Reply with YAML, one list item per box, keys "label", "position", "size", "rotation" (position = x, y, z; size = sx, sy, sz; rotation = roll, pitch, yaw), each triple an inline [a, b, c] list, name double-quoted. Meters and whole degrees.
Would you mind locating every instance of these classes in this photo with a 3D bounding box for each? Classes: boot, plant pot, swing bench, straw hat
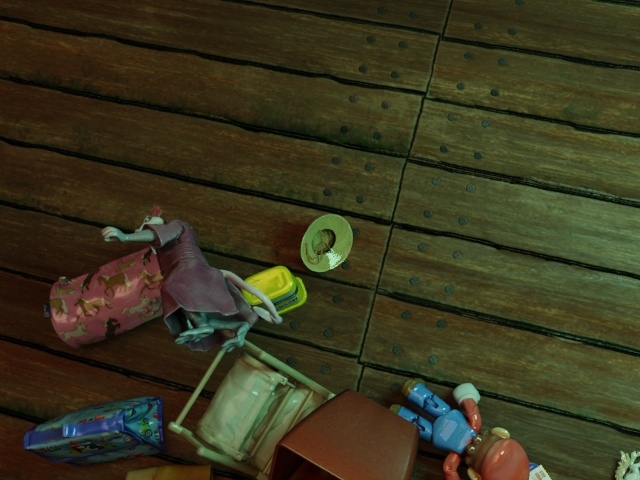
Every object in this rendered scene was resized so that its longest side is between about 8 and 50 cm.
- label: "boot"
  position: [-0.334, 0.629, 1.860]
  size: [0.211, 0.104, 0.295]
  rotation: [-2, 54, 5]
- label: "plant pot"
  position: [0.063, 0.475, 1.773]
  size: [0.267, 0.267, 0.236]
  rotation: [26, 45, 14]
- label: "swing bench"
  position: [-0.147, 0.378, 1.874]
  size: [0.165, 0.255, 0.253]
  rotation: [21, 76, 53]
- label: "straw hat"
  position: [0.000, 0.000, 2.013]
  size: [0.144, 0.144, 0.061]
  rotation: [-56, 33, -7]

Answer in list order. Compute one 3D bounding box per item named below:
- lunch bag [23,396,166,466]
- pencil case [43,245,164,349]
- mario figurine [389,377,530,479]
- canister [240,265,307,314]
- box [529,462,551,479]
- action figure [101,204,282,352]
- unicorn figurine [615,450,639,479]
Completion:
- label: "lunch bag"
  position: [-0.495, 0.415, 1.872]
  size: [0.221, 0.293, 0.138]
  rotation: [-11, 74, 7]
- label: "pencil case"
  position: [-0.452, 0.113, 2.014]
  size: [0.386, 0.167, 0.160]
  rotation: [-23, 41, 3]
- label: "mario figurine"
  position: [0.307, 0.440, 1.848]
  size: [0.320, 0.170, 0.198]
  rotation: [31, 119, 25]
- label: "canister"
  position: [-0.107, 0.118, 1.947]
  size: [0.126, 0.170, 0.073]
  rotation: [-22, 73, 3]
- label: "box"
  position: [0.469, 0.547, 1.821]
  size: [0.081, 0.028, 0.136]
  rotation: [-34, 75, 0]
- label: "action figure"
  position: [-0.284, 0.051, 1.806]
  size: [0.276, 0.248, 0.370]
  rotation: [-24, 58, -6]
- label: "unicorn figurine"
  position: [0.696, 0.515, 1.782]
  size: [0.162, 0.060, 0.111]
  rotation: [20, 80, 30]
